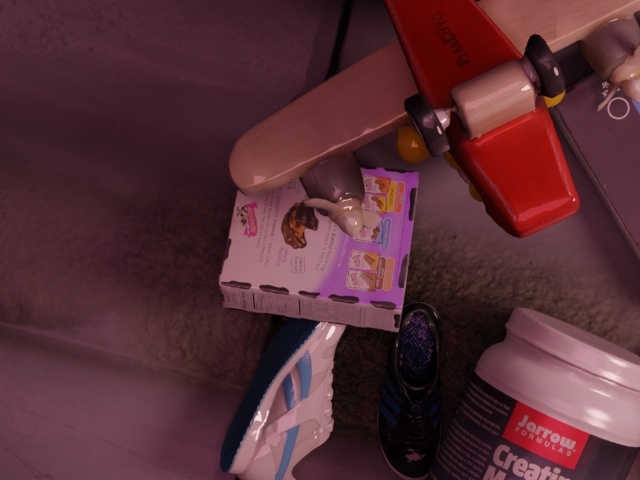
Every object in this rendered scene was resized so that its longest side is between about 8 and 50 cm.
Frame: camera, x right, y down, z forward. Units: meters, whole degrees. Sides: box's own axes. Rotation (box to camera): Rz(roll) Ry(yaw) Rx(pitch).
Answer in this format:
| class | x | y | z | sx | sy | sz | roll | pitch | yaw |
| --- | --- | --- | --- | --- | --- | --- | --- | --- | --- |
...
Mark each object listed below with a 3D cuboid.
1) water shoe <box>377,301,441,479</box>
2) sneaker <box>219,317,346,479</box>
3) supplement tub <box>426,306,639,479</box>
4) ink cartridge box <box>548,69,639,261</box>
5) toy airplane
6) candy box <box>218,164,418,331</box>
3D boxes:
| class | x | y | z | sx | sy | sz | roll | pitch | yaw |
| --- | --- | --- | --- | --- | --- | --- | --- | --- | --- |
| water shoe | 0.097 | 0.170 | 1.573 | 0.073 | 0.080 | 0.203 | 0 | 93 | 5 |
| sneaker | -0.024 | 0.170 | 1.589 | 0.092 | 0.087 | 0.229 | 27 | 94 | -17 |
| supplement tub | 0.228 | 0.227 | 1.510 | 0.191 | 0.191 | 0.272 | 23 | 95 | 3 |
| ink cartridge box | 0.397 | -0.053 | 1.545 | 0.165 | 0.065 | 0.333 | -32 | 91 | 5 |
| toy airplane | 0.139 | -0.164 | 1.456 | 0.386 | 0.272 | 0.384 | 9 | 56 | 32 |
| candy box | 0.000 | 0.000 | 1.544 | 0.196 | 0.070 | 0.165 | 8 | 65 | 4 |
